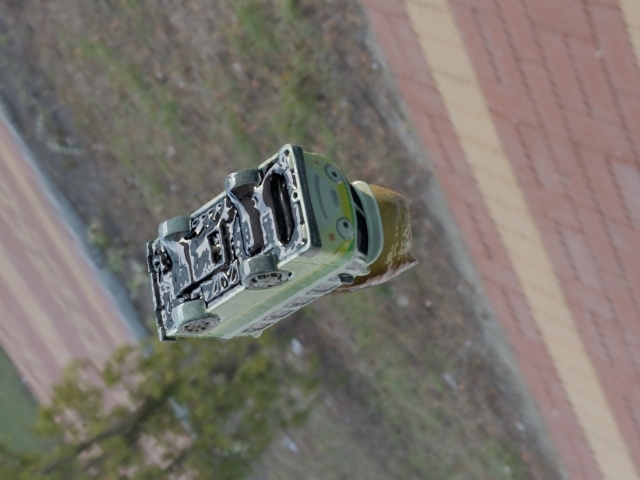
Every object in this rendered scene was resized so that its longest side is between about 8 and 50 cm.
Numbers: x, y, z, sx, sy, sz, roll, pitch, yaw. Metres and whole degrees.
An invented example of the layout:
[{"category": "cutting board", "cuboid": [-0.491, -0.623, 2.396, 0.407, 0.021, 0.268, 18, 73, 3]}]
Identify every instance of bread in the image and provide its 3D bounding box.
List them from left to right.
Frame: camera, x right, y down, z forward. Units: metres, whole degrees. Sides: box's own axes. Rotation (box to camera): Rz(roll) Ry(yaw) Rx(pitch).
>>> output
[{"category": "bread", "cuboid": [0.000, 0.000, 1.883, 0.270, 0.270, 0.148, 17, 111, 59]}]

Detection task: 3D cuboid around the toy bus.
[{"category": "toy bus", "cuboid": [-0.059, 0.012, 1.540, 0.276, 0.165, 0.133, -31, 62, 41]}]
